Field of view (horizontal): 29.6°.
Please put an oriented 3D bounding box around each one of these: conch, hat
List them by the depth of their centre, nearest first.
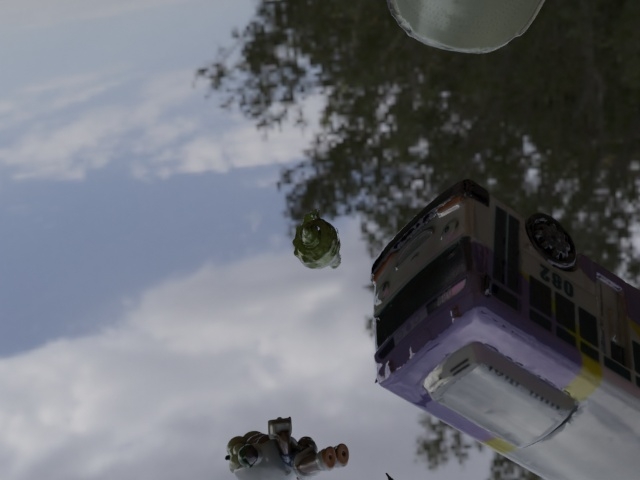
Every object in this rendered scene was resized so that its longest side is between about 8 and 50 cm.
[{"bbox_3d":[0.200,-0.395,1.562,0.258,0.301,0.168,14,-166,-4],"label":"hat"},{"bbox_3d":[0.000,0.000,1.682,0.074,0.089,0.121,-9,157,20],"label":"conch"}]

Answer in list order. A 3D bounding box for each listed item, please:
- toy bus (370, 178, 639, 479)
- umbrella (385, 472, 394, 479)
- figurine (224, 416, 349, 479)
[{"bbox_3d":[0.277,0.147,1.472,0.440,0.209,0.249,32,-141,-18],"label":"toy bus"},{"bbox_3d":[0.099,0.306,1.439,0.013,0.022,0.122,-23,-151,-10],"label":"umbrella"},{"bbox_3d":[-0.051,0.294,1.670,0.197,0.093,0.147,-25,162,38],"label":"figurine"}]
